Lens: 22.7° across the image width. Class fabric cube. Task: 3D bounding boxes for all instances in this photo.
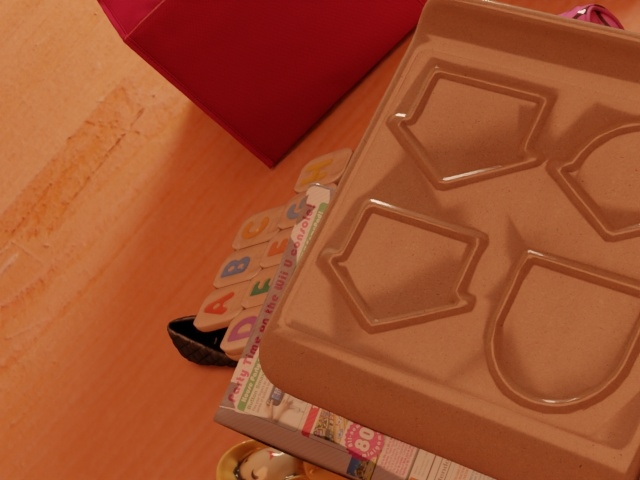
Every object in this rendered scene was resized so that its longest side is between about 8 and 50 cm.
[{"bbox_3d":[-0.083,-0.291,1.775,0.258,0.254,0.259,-45,40,8],"label":"fabric cube"}]

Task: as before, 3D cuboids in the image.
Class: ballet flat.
[{"bbox_3d":[-0.086,0.100,1.618,0.173,0.049,0.057,-8,55,39],"label":"ballet flat"}]

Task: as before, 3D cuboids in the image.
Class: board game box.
[{"bbox_3d":[0.092,0.104,1.311,0.303,0.097,0.224,19,82,27],"label":"board game box"}]

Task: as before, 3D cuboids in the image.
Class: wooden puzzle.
[{"bbox_3d":[0.155,0.003,1.214,0.322,0.080,0.348,19,79,32],"label":"wooden puzzle"}]

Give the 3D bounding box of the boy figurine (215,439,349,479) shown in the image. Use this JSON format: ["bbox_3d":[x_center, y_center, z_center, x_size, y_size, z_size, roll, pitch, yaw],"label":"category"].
[{"bbox_3d":[0.025,0.153,1.442,0.285,0.092,0.177,-37,43,9],"label":"boy figurine"}]

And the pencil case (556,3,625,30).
[{"bbox_3d":[0.192,-0.154,1.541,0.209,0.095,0.098,-19,68,35],"label":"pencil case"}]

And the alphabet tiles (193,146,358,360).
[{"bbox_3d":[0.000,0.000,1.588,0.278,0.021,0.284,-16,36,37],"label":"alphabet tiles"}]
